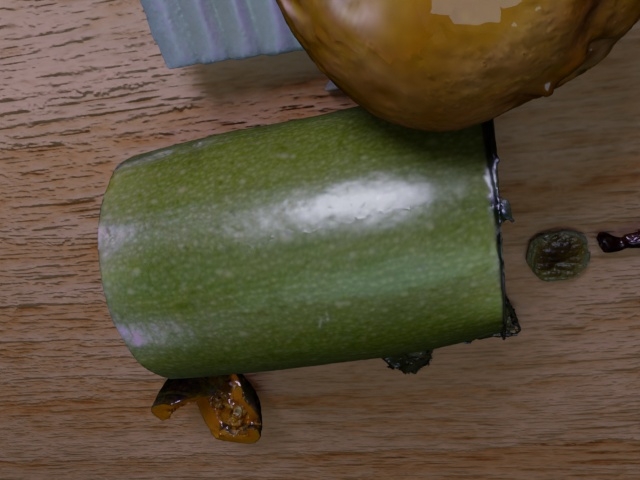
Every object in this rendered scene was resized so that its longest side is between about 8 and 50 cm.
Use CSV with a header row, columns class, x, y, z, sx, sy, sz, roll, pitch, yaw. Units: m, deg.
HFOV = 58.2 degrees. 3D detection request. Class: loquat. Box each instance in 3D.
class,x,y,z,sx,sy,sz,roll,pitch,yaw
loquat,0.093,-0.223,0.400,0.276,0.276,0.284,-25,90,24

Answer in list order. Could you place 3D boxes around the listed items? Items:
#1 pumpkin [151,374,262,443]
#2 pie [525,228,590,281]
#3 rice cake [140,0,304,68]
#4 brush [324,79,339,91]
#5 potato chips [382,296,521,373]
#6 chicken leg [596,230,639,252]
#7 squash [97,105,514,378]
class,x,y,z,sx,sy,sz,roll,pitch,yaw
pumpkin,-0.173,0.254,0.934,0.119,0.108,0.183,-29,128,35
pie,0.306,0.020,0.743,0.084,0.020,0.084,3,129,4
rice cake,-0.094,-0.259,0.515,0.189,0.037,0.198,-4,128,4
brush,0.128,-0.221,0.563,0.299,0.039,0.042,-22,120,26
potato chips,0.167,0.120,0.840,0.202,0.029,0.220,31,123,-17
chicken leg,0.455,0.003,0.693,0.219,0.048,0.089,11,126,-2
squash,0.000,0.000,0.609,0.384,0.263,0.263,-9,127,13
